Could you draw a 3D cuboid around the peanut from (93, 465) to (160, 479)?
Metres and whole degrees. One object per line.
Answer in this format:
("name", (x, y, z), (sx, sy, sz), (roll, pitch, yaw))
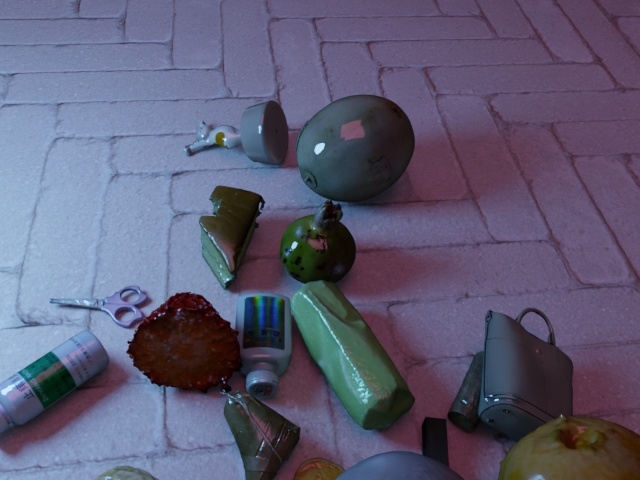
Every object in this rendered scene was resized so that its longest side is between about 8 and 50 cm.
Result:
("peanut", (-0.260, 0.476, 1.150), (0.325, 0.140, 0.153), (19, 37, 17))

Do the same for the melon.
("melon", (0.087, -0.235, 1.762), (0.330, 0.268, 0.268), (-28, 55, -21))

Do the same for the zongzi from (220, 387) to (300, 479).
("zongzi", (-0.154, 0.383, 1.275), (0.189, 0.081, 0.178), (32, 57, 9))

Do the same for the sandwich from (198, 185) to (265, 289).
("sandwich", (-0.226, -0.006, 1.617), (0.128, 0.122, 0.235), (13, 47, 5))

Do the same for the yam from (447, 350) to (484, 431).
("yam", (0.324, 0.314, 1.405), (0.068, 0.068, 0.169), (24, 53, 17))

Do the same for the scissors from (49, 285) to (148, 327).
("scissors", (-0.500, 0.144, 1.519), (0.212, 0.021, 0.110), (3, 50, -2))

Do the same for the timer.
("timer", (-0.243, -0.294, 1.896), (0.266, 0.175, 0.175), (-1, 44, 19))

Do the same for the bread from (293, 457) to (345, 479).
("bread", (0.001, 0.458, 1.266), (0.110, 0.024, 0.110), (3, 46, -3))

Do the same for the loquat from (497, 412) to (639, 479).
("loquat", (0.448, 0.456, 1.114), (0.329, 0.328, 0.328), (3, 47, -3))

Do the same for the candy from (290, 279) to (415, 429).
("candy", (0.065, 0.232, 1.413), (0.142, 0.132, 0.343), (-22, 53, -20))

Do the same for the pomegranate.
("pomegranate", (0.005, 0.002, 1.582), (0.179, 0.210, 0.179), (30, 13, -8))

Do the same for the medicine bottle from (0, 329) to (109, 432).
("medicine bottle", (-0.550, 0.284, 1.334), (0.095, 0.095, 0.260), (35, 54, 25))

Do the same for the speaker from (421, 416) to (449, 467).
("speaker", (0.223, 0.435, 1.296), (0.046, 0.040, 0.191), (6, 46, -1))

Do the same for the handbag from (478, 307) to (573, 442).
("handbag", (0.432, 0.271, 1.413), (0.241, 0.109, 0.315), (33, 41, -12))

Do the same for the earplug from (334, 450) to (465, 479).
("earplug", (0.159, 0.523, 1.028), (0.313, 0.312, 0.394), (-19, 49, -22))

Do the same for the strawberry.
("strawberry", (-0.263, 0.187, 1.387), (0.234, 0.233, 0.178), (1, 32, -4))

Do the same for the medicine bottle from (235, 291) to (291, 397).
("medicine bottle", (-0.123, 0.220, 1.440), (0.121, 0.083, 0.228), (3, 47, -6))
